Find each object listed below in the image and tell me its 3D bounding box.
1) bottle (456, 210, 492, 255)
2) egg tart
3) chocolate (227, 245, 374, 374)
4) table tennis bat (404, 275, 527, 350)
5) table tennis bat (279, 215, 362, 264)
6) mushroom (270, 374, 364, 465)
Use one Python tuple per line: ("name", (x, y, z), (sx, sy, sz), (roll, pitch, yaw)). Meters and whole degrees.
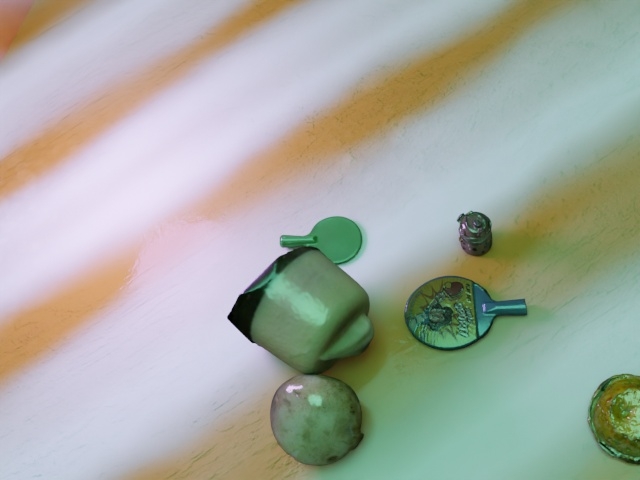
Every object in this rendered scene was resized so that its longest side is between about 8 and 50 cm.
("bottle", (0.431, -0.028, 1.863), (0.099, 0.152, 0.099), (-7, 62, 14))
("egg tart", (0.745, 0.418, 1.587), (0.212, 0.090, 0.212), (-8, 63, 16))
("chocolate", (-0.028, 0.214, 1.780), (0.326, 0.314, 0.297), (-40, 63, -9))
("table tennis bat", (0.394, 0.194, 1.826), (0.329, 0.044, 0.215), (-6, 61, 15))
("table tennis bat", (0.000, 0.000, 2.038), (0.257, 0.039, 0.160), (-1, 64, 9))
("mushroom", (-0.007, 0.460, 1.716), (0.255, 0.184, 0.255), (0, 95, -2))
